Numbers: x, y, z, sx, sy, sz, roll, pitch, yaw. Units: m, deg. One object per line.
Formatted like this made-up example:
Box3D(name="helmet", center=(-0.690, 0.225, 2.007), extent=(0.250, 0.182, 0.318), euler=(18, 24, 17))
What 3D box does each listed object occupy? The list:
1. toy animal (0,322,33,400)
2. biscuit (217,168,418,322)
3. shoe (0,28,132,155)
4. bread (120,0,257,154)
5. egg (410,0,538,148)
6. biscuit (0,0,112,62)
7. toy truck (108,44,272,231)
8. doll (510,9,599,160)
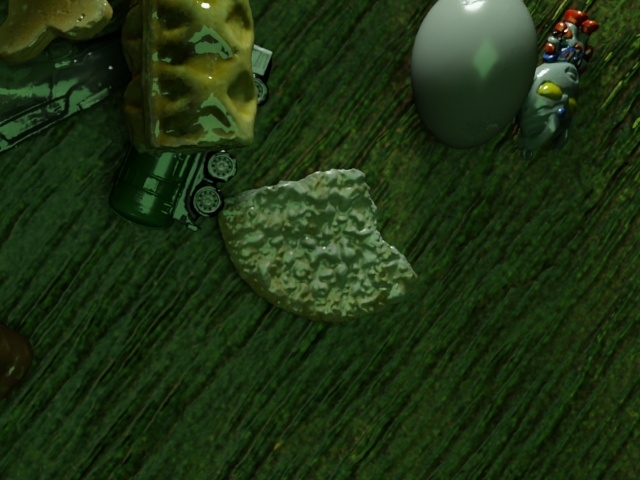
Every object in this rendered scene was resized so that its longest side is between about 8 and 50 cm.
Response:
Box3D(name="toy animal", center=(-0.391, 0.101, 1.681), extent=(0.224, 0.066, 0.229), euler=(13, 107, -49))
Box3D(name="biscuit", center=(0.000, 0.000, 1.857), extent=(0.265, 0.040, 0.188), euler=(25, 89, -19))
Box3D(name="shoe", center=(-0.334, -0.187, 1.700), extent=(0.293, 0.109, 0.149), euler=(-33, 104, -10))
Box3D(name="bread", center=(-0.141, -0.220, 1.654), extent=(0.152, 0.130, 0.267), euler=(-5, 83, 21))
Box3D(name="egg", center=(0.178, -0.206, 1.831), extent=(0.146, 0.146, 0.198), euler=(14, 100, -17))
Box3D(name="biscuit", center=(-0.284, -0.303, 1.679), extent=(0.153, 0.030, 0.234), euler=(-15, 61, 12))
Box3D(name="toy truck", center=(-0.146, -0.122, 1.771), extent=(0.125, 0.101, 0.242), euler=(23, 91, -9))
Box3D(name="doll", center=(0.287, -0.186, 1.911), extent=(0.104, 0.062, 0.194), euler=(35, 77, -60))
